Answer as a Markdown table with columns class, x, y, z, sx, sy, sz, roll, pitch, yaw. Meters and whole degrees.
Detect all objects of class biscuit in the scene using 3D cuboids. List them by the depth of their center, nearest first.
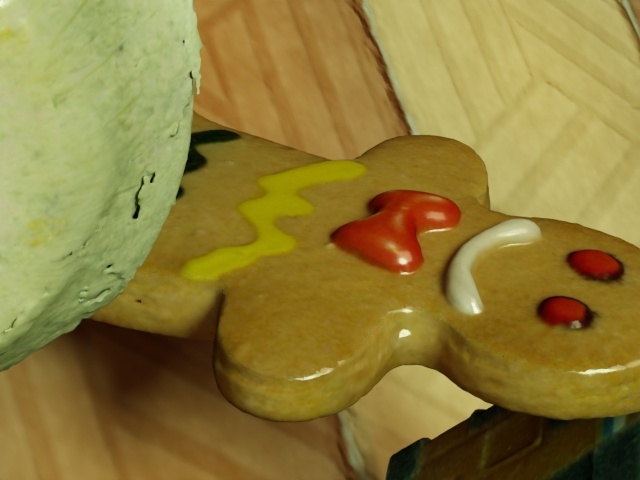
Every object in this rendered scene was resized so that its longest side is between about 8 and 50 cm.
| class | x | y | z | sx | sy | sz | roll | pitch | yaw |
| --- | --- | --- | --- | --- | --- | --- | --- | --- | --- |
| biscuit | 0.000 | -0.001 | 0.615 | 0.250 | 0.036 | 0.165 | 15 | 33 | 20 |

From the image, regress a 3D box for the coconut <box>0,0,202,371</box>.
| class | x | y | z | sx | sy | sz | roll | pitch | yaw |
| --- | --- | --- | --- | --- | --- | --- | --- | --- | --- |
| coconut | -0.135 | -0.069 | 0.515 | 0.224 | 0.224 | 0.234 | 33 | 14 | -25 |

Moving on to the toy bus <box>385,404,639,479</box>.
| class | x | y | z | sx | sy | sz | roll | pitch | yaw |
| --- | --- | --- | --- | --- | --- | --- | --- | --- | --- |
| toy bus | 0.091 | 0.172 | 0.595 | 0.138 | 0.167 | 0.275 | 36 | 41 | -21 |
